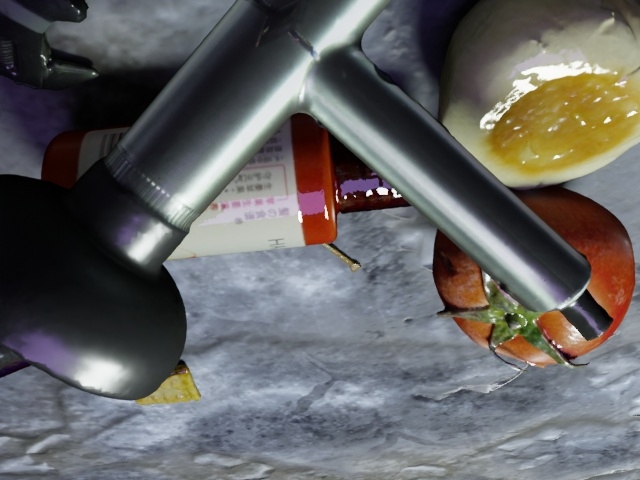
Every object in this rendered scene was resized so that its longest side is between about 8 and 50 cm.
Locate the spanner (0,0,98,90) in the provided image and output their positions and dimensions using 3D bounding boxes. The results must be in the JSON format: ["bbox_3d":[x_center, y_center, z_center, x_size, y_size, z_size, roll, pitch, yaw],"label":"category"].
[{"bbox_3d":[-0.304,-0.120,0.434,0.316,0.024,0.087,-8,145,3],"label":"spanner"}]

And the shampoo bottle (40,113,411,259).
[{"bbox_3d":[-0.051,-0.044,0.481,0.278,0.104,0.104,-6,139,2],"label":"shampoo bottle"}]

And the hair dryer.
[{"bbox_3d":[0.001,-0.010,0.344,0.320,0.284,0.156,-39,169,3],"label":"hair dryer"}]

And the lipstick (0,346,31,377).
[{"bbox_3d":[-0.360,0.111,0.652,0.299,0.081,0.081,-21,137,18],"label":"lipstick"}]

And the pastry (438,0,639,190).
[{"bbox_3d":[0.155,-0.105,0.440,0.156,0.092,0.156,0,139,0],"label":"pastry"}]

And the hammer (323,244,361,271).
[{"bbox_3d":[0.000,0.000,0.608,0.029,0.014,0.123,-22,140,32],"label":"hammer"}]

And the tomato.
[{"bbox_3d":[0.174,0.021,0.537,0.167,0.167,0.167,-3,139,-2],"label":"tomato"}]

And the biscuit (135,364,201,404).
[{"bbox_3d":[-0.194,0.178,0.792,0.083,0.018,0.081,-5,140,2],"label":"biscuit"}]
